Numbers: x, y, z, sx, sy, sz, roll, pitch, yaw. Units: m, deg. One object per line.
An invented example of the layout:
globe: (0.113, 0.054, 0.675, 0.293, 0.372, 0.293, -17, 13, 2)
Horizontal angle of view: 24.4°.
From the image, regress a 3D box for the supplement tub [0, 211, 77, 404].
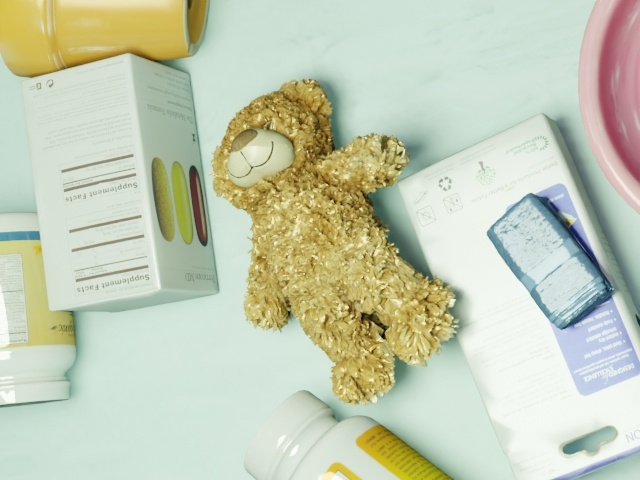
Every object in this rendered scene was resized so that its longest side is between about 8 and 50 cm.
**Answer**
supplement tub: (-0.338, 0.077, 1.589, 0.144, 0.144, 0.200, -9, 83, 21)

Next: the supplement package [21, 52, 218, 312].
supplement package: (-0.208, -0.054, 1.550, 0.133, 0.139, 0.244, -11, 83, 22)

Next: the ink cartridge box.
ink cartridge box: (0.209, 0.062, 1.416, 0.165, 0.065, 0.333, -24, 76, 18)

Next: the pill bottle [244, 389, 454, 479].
pill bottle: (0.049, 0.255, 1.425, 0.245, 0.136, 0.136, 36, 99, 20)

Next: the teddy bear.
teddy bear: (0.000, 0.000, 1.456, 0.245, 0.113, 0.338, -24, 81, 45)

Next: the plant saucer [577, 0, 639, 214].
plant saucer: (0.403, -0.148, 1.343, 0.332, 0.084, 0.332, -2, 85, 21)

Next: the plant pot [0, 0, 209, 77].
plant pot: (-0.219, -0.265, 1.551, 0.188, 0.205, 0.205, 7, 88, 7)

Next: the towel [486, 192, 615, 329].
towel: (0.211, 0.019, 1.369, 0.067, 0.029, 0.119, -40, 73, 15)
